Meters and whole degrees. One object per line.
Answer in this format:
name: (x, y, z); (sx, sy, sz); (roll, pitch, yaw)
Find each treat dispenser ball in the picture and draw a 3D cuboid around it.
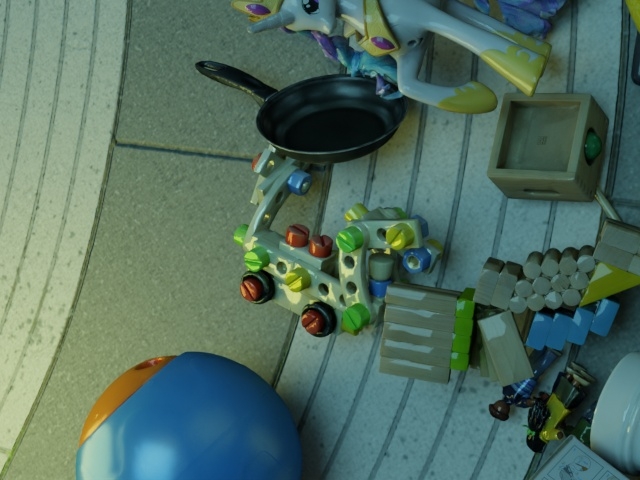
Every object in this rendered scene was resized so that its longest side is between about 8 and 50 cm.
treat dispenser ball: (-0.167, 0.285, 1.731); (0.288, 0.288, 0.288); (-5, 81, 33)

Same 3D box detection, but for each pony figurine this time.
pony figurine: (0.113, -0.311, 1.628); (0.364, 0.302, 0.351); (19, 51, 8)

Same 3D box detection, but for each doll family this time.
doll family: (0.264, 0.192, 1.574); (0.111, 0.076, 0.193); (-58, 16, 10)

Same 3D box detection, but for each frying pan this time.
frying pan: (-0.045, -0.162, 1.775); (0.326, 0.197, 0.053); (5, 127, 19)

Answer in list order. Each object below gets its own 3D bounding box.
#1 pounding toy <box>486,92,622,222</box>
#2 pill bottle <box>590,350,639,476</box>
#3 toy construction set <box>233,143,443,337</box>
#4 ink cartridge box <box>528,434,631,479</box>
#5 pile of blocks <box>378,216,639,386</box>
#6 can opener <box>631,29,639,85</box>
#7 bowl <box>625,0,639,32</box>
pounding toy: (0.287, -0.095, 1.610); (0.141, 0.100, 0.130); (4, 72, 31)
pill bottle: (0.449, 0.227, 1.400); (0.319, 0.176, 0.176); (20, 95, 33)
toy construction set: (0.000, 0.000, 1.742); (0.328, 0.151, 0.215); (37, 129, 39)
ink cartridge box: (0.354, 0.391, 1.442); (0.130, 0.272, 0.309); (-44, 58, -14)
pile of blocks: (0.242, 0.076, 1.588); (0.362, 0.112, 0.148); (-16, 95, 14)
can opener: (0.392, -0.269, 1.573); (0.073, 0.059, 0.186); (18, 94, 33)
bowl: (0.436, -0.270, 1.464); (0.156, 0.290, 0.289); (134, 128, -68)
